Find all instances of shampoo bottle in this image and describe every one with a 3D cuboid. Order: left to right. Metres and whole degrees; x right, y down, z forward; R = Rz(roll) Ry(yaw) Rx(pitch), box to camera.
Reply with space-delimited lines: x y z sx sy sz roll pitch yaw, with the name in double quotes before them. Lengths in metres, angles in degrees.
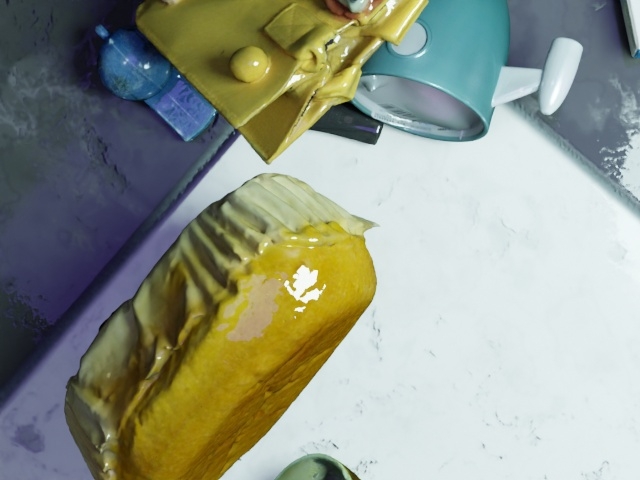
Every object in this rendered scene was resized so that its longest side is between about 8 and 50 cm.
"shampoo bottle" 0.001 -0.140 1.550 0.137 0.027 0.048 18 89 7

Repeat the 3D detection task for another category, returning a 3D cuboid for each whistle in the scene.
"whistle" -0.188 -0.180 1.546 0.158 0.090 0.090 43 94 6

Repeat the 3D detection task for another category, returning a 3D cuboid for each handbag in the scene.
"handbag" 0.017 -0.290 1.426 0.401 0.133 0.283 -44 45 3

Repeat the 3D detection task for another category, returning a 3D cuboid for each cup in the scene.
"cup" 0.122 -0.212 1.472 0.300 0.167 0.173 14 77 21

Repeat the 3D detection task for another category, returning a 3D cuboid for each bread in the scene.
"bread" -0.102 0.118 1.425 0.183 0.236 0.388 47 118 31

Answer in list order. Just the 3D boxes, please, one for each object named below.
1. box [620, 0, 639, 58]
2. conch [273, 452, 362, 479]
"box" 0.377 -0.301 1.481 0.139 0.073 0.194 -11 88 7
"conch" -0.009 0.335 1.504 0.181 0.124 0.187 -25 63 15
